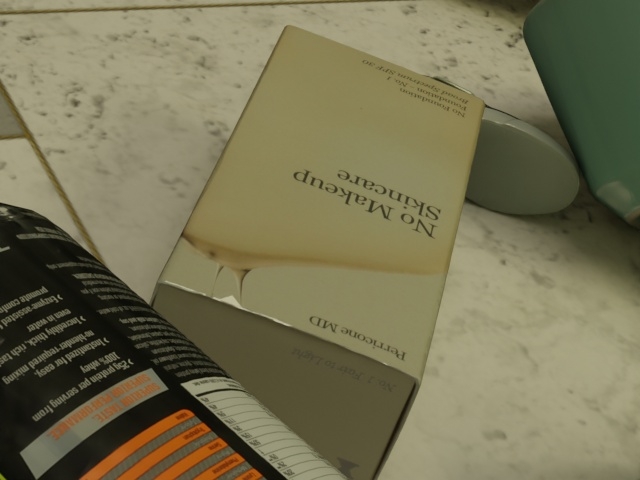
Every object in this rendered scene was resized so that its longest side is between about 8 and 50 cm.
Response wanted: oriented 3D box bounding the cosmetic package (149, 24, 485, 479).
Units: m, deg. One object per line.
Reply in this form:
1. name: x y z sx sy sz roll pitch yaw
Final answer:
1. cosmetic package: 0.000 0.000 0.888 0.160 0.113 0.309 20 37 -2

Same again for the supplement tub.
1. supplement tub: -0.083 0.154 0.583 0.338 0.207 0.207 39 41 21

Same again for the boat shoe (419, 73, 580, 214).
1. boat shoe: 0.099 -0.090 1.070 0.219 0.078 0.070 22 39 4

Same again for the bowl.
1. bowl: 0.312 -0.099 1.045 0.311 0.311 0.163 3 79 -23
